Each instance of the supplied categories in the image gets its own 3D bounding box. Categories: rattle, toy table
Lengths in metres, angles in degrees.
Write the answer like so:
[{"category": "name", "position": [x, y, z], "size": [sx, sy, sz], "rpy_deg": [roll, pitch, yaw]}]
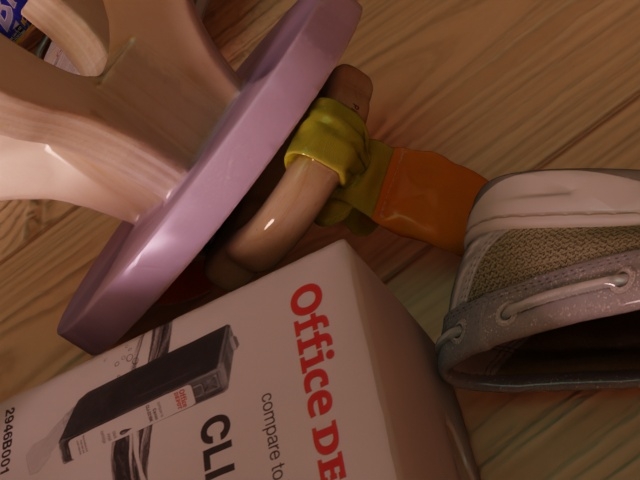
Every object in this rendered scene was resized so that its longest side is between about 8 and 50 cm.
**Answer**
[{"category": "rattle", "position": [0.000, 0.000, 0.675], "size": [0.199, 0.143, 0.130], "rpy_deg": [-52, 31, 35]}, {"category": "toy table", "position": [-0.122, -0.078, 0.652], "size": [0.274, 0.161, 0.252], "rpy_deg": [-51, 15, 7]}]

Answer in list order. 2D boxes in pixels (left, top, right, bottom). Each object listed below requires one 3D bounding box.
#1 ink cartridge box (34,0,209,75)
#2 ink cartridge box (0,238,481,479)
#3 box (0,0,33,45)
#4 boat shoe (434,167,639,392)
[{"category": "ink cartridge box", "position": [-0.166, -0.191, 0.923], "size": [0.239, 0.060, 0.275], "rpy_deg": [-30, 37, 46]}, {"category": "ink cartridge box", "position": [-0.064, 0.150, 0.523], "size": [0.273, 0.114, 0.197], "rpy_deg": [-25, 44, 13]}, {"category": "box", "position": [-0.255, -0.248, 0.994], "size": [0.169, 0.059, 0.054], "rpy_deg": [-49, 25, 6]}, {"category": "boat shoe", "position": [0.192, 0.030, 0.464], "size": [0.321, 0.118, 0.103], "rpy_deg": [4, 63, 40]}]
